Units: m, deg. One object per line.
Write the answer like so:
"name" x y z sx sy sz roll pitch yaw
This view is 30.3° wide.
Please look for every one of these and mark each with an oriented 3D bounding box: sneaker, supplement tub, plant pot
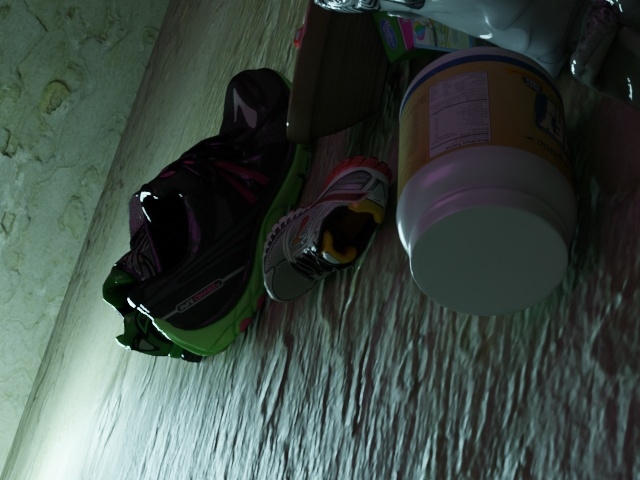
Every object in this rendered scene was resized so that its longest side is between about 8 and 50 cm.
"sneaker" 0.133 -0.244 1.123 0.137 0.210 0.366 -65 21 -1
"sneaker" -0.147 -0.076 1.693 0.185 0.202 0.483 -41 30 49
"supplement tub" 0.136 -0.051 0.979 0.144 0.144 0.199 -49 24 39
"plant pot" 0.033 -0.230 1.491 0.237 0.110 0.237 12 -90 -89
"sneaker" 0.000 0.000 1.377 0.225 0.088 0.093 -51 24 36
"sneaker" -0.264 0.035 1.835 0.343 0.146 0.134 -108 35 -46

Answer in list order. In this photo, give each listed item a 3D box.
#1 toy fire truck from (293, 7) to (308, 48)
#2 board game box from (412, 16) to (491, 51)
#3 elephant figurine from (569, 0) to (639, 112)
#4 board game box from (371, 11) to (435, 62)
"toy fire truck" 0.000 -0.390 1.944 0.192 0.047 0.135 -68 18 -7
"board game box" 0.134 -0.279 1.254 0.103 0.026 0.154 22 124 54
"elephant figurine" 0.227 -0.150 0.706 0.186 0.239 0.169 -48 25 41
"board game box" 0.136 -0.367 1.299 0.316 0.064 0.242 -30 79 61
